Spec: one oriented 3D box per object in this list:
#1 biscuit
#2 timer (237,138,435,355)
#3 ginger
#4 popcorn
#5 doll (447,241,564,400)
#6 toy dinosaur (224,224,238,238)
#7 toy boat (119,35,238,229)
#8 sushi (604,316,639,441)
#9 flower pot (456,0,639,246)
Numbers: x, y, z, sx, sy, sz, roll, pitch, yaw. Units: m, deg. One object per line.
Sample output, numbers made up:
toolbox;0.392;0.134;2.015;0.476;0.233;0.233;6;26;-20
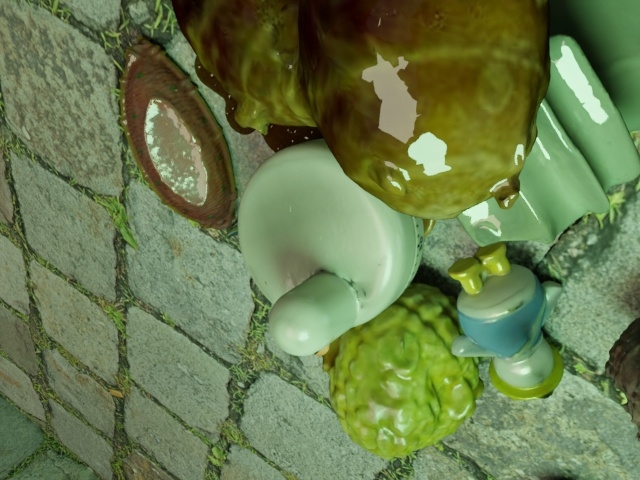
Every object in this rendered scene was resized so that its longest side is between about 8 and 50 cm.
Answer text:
biscuit;-0.061;-0.191;0.849;0.236;0.039;0.180;43;137;1
timer;0.000;0.000;0.773;0.233;0.240;0.233;11;111;29
ginger;0.014;-0.192;0.404;0.357;0.152;0.274;40;130;36
popcorn;0.101;0.160;0.896;0.237;0.206;0.251;98;150;-58
doll;0.234;0.114;0.798;0.098;0.135;0.241;8;138;42
toy dinosaur;-0.028;0.062;1.012;0.247;0.075;0.188;19;143;19
toy boat;-0.211;-0.143;0.972;0.141;0.099;0.318;-20;114;2
sushi;0.415;0.141;0.675;0.107;0.241;0.161;104;156;-56
flower pot;0.241;-0.143;0.475;0.367;0.254;0.164;-19;122;44
